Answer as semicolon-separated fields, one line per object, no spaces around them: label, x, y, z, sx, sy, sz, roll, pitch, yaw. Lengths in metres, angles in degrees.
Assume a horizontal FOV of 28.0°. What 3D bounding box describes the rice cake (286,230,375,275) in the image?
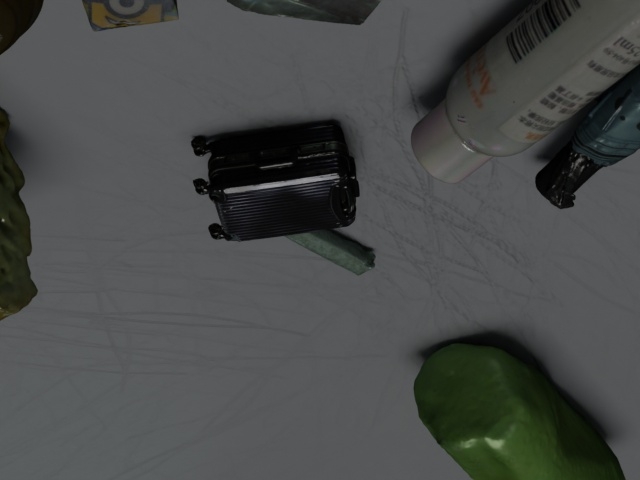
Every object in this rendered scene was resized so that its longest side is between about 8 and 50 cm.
rice cake;0.000;0.000;1.120;0.121;0.022;0.022;28;140;-34

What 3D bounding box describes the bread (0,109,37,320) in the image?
bread;-0.355;-0.003;0.949;0.252;0.239;0.196;-16;-178;23

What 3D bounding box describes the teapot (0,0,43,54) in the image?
teapot;-0.208;-0.162;0.657;0.267;0.175;0.185;-26;160;37

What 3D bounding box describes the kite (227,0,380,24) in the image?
kite;0.032;-0.231;0.769;0.169;0.015;0.310;8;145;-32

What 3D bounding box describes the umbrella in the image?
umbrella;0.240;-0.108;0.955;0.052;0.053;0.250;20;141;-18

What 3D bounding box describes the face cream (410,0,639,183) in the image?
face cream;0.163;-0.128;0.894;0.082;0.082;0.269;21;138;-30

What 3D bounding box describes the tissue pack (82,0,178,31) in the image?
tissue pack;-0.131;-0.177;0.839;0.063;0.035;0.083;-8;146;3

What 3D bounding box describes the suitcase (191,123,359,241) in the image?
suitcase;-0.033;-0.046;1.019;0.126;0.059;0.086;-8;146;3

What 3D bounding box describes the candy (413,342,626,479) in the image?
candy;0.221;0.230;1.370;0.132;0.142;0.343;-8;147;31
